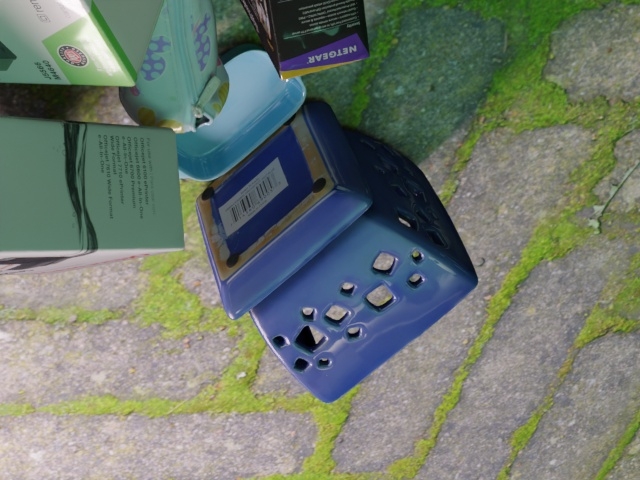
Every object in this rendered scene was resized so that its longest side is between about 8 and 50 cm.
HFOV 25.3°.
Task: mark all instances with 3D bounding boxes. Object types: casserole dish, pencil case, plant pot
[{"bbox_3d":[-0.103,-0.142,1.535,0.188,0.037,0.114,-40,134,15],"label":"casserole dish"},{"bbox_3d":[-0.155,-0.227,1.354,0.114,0.124,0.273,-14,139,-6],"label":"pencil case"},{"bbox_3d":[0.000,0.000,1.583,0.236,0.236,0.212,-40,127,15],"label":"plant pot"}]

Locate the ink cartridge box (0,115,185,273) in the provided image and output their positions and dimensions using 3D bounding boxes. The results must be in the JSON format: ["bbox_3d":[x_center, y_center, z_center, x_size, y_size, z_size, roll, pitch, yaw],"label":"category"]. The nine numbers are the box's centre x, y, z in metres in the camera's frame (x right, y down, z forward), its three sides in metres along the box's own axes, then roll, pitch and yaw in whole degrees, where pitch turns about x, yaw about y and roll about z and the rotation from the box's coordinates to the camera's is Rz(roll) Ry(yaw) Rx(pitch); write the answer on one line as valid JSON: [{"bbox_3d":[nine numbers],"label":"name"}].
[{"bbox_3d":[-0.314,-0.036,1.339,0.223,0.129,0.307,-10,174,40],"label":"ink cartridge box"}]

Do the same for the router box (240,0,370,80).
[{"bbox_3d":[-0.052,-0.316,1.179,0.081,0.309,0.243,-16,130,-9],"label":"router box"}]

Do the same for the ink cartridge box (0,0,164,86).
[{"bbox_3d":[-0.297,-0.231,1.198,0.273,0.114,0.198,3,151,19],"label":"ink cartridge box"}]
